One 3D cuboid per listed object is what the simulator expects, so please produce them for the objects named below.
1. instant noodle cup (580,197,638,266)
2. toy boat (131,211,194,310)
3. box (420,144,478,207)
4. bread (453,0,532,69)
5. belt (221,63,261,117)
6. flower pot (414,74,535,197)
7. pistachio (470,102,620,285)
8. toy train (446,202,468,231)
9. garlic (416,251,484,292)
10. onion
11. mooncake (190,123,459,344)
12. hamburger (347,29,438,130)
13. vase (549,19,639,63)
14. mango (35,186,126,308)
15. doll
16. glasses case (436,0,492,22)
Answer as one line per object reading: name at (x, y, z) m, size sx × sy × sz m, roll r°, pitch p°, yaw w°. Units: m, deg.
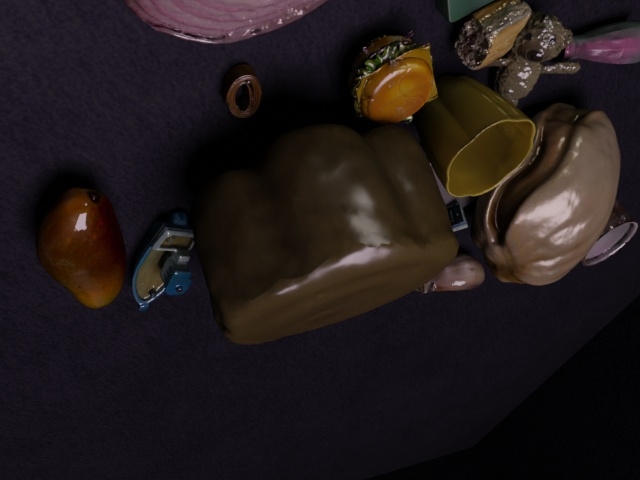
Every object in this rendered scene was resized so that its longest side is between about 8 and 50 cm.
instant noodle cup at (0.694, -0.063, 1.830) m, size 0.217 × 0.207 × 0.218 m, roll -22°, pitch 148°, yaw -15°
toy boat at (-0.286, 0.052, 1.271) m, size 0.088 × 0.102 × 0.215 m, roll 6°, pitch 132°, yaw -41°
box at (0.274, -0.141, 1.517) m, size 0.103 × 0.055 × 0.244 m, roll -34°, pitch 148°, yaw 6°
bread at (0.290, -0.359, 1.196) m, size 0.106 × 0.082 × 0.125 m, roll -39°, pitch 171°, yaw -15°
belt at (-0.124, -0.232, 1.082) m, size 0.059 × 0.036 × 0.083 m, roll -13°, pitch 143°, yaw -16°
flower pot at (0.273, -0.207, 1.309) m, size 0.195 × 0.179 × 0.195 m, roll -20°, pitch 145°, yaw -15°
pistachio at (0.511, -0.096, 1.592) m, size 0.365 × 0.281 × 0.446 m, roll -8°, pitch 122°, yaw -45°
toy train at (0.213, -0.022, 1.582) m, size 0.233 × 0.052 × 0.051 m, roll -19°, pitch 156°, yaw 16°
garlic at (0.383, 0.095, 1.900) m, size 0.266 × 0.148 × 0.129 m, roll 10°, pitch 93°, yaw -41°
onion at (-0.126, -0.356, 0.860) m, size 0.247 × 0.111 × 0.250 m, roll -17°, pitch 164°, yaw 20°
mooncake at (0.000, 0.000, 1.229) m, size 0.466 × 0.262 × 0.467 m, roll -21°, pitch 164°, yaw -6°
hamburger at (0.116, -0.269, 1.176) m, size 0.163 × 0.093 × 0.190 m, roll -23°, pitch 147°, yaw -9°
vase at (0.552, -0.390, 1.392) m, size 0.213 × 0.086 × 0.086 m, roll -11°, pitch 143°, yaw -22°
mango at (-0.385, 0.015, 1.126) m, size 0.133 × 0.111 × 0.268 m, roll -33°, pitch 150°, yaw -28°
doll at (0.369, -0.312, 1.343) m, size 0.202 × 0.091 × 0.286 m, roll 28°, pitch 142°, yaw -21°
glasses case at (0.277, -0.433, 1.137) m, size 0.184 × 0.039 × 0.078 m, roll -29°, pitch 147°, yaw -3°
